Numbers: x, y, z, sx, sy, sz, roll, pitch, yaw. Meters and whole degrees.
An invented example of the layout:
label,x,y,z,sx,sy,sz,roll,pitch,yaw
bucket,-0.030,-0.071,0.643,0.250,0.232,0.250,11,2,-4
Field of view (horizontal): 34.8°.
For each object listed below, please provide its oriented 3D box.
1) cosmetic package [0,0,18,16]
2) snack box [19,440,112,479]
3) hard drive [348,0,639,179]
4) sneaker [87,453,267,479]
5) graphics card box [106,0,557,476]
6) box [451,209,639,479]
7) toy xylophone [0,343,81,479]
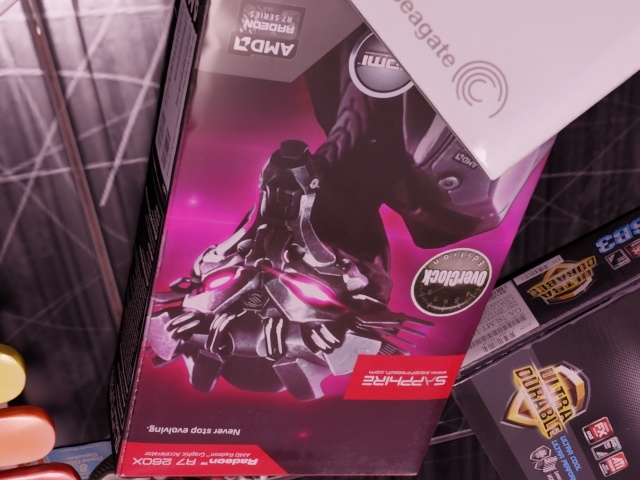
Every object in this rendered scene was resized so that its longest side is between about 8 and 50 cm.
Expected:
label,x,y,z,sx,sy,sz,roll,pitch,yaw
cosmetic package,-0.222,-0.169,0.439,0.151,0.151,0.184,-36,127,12
snack box,-0.303,0.263,0.793,0.321,0.060,0.187,-7,126,-11
hard drive,0.148,-0.227,0.471,0.353,0.047,0.233,-38,96,11
sneaker,-0.105,0.194,0.756,0.170,0.068,0.071,11,111,-53
graphics card box,0.000,0.000,0.666,0.232,0.094,0.371,5,123,-19
box,0.269,0.110,0.841,0.293,0.073,0.295,-27,129,6
toy xylophone,-0.295,0.092,0.642,0.236,0.081,0.323,-13,121,-7
